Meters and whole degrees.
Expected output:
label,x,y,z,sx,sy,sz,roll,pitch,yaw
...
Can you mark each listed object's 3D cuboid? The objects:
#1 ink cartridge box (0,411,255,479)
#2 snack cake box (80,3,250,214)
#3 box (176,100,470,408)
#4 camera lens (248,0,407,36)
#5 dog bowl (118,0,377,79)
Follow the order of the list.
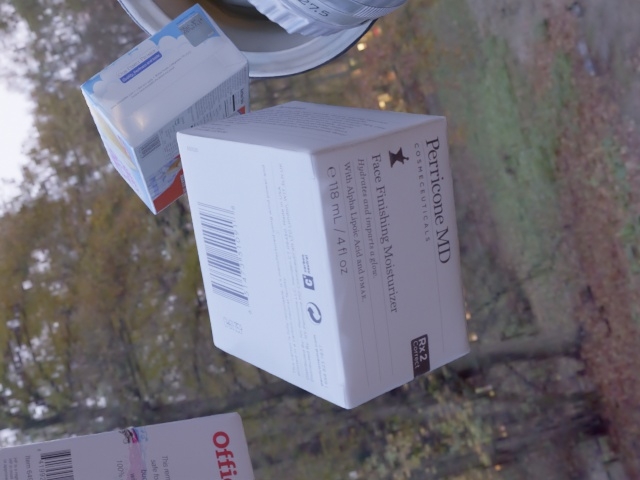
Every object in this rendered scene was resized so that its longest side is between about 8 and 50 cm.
label,x,y,z,sx,sy,sz,roll,pitch,yaw
ink cartridge box,-0.198,0.316,1.007,0.197,0.270,0.198,106,153,-51
snack cake box,-0.162,-0.136,1.145,0.089,0.152,0.264,49,168,8
box,0.000,0.000,0.749,0.182,0.119,0.181,15,118,52
camera lens,0.056,-0.326,0.890,0.219,0.274,0.219,18,-119,-37
dog bowl,-0.084,-0.425,1.321,0.150,0.408,0.408,-71,-35,-58
